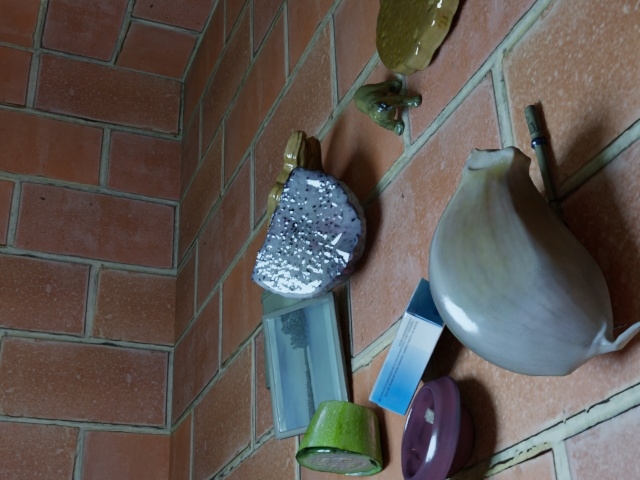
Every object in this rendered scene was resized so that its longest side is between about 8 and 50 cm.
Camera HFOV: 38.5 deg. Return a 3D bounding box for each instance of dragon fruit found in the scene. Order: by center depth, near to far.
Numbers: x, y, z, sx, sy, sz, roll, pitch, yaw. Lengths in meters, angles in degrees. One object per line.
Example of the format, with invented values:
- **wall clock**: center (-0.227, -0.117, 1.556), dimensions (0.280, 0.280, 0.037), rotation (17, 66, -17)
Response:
- **dragon fruit**: center (0.000, 0.000, 2.006), dimensions (0.221, 0.203, 0.283), rotation (14, -80, -79)

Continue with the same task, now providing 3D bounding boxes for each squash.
- **squash**: center (0.046, 0.388, 1.781), dimensions (0.170, 0.170, 0.123), rotation (-45, 26, 58)

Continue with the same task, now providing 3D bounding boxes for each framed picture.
- **framed picture**: center (-0.032, 0.277, 2.020), dimensions (0.213, 0.016, 0.289), rotation (-21, 67, 33)

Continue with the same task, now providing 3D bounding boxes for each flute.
- **flute**: center (0.338, -0.113, 1.384), dimensions (0.027, 0.027, 0.233), rotation (125, 147, -50)

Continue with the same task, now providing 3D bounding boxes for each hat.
- **hat**: center (0.197, 0.319, 1.483), dimensions (0.205, 0.089, 0.206), rotation (-164, 90, -81)

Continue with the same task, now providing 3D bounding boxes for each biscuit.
- **biscuit**: center (0.205, -0.496, 1.853), dimensions (0.351, 0.057, 0.312), rotation (121, 150, -48)
- **biscuit**: center (-0.050, -0.100, 2.191), dimensions (0.269, 0.051, 0.376), rotation (-58, -22, -44)

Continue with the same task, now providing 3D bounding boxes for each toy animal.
- **toy animal**: center (0.128, -0.279, 1.905), dimensions (0.219, 0.101, 0.103), rotation (-123, 48, -61)

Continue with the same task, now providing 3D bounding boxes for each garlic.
- **garlic**: center (0.295, 0.061, 1.274), dimensions (0.246, 0.231, 0.340), rotation (-46, 59, 8)

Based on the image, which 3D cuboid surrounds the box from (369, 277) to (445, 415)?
- **box**: center (0.160, 0.183, 1.587), dimensions (0.139, 0.073, 0.194), rotation (-52, -17, -61)

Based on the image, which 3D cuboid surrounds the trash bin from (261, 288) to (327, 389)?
- **trash bin**: center (-0.062, 0.221, 2.182), dimensions (0.243, 0.121, 0.248), rotation (143, 130, -61)
